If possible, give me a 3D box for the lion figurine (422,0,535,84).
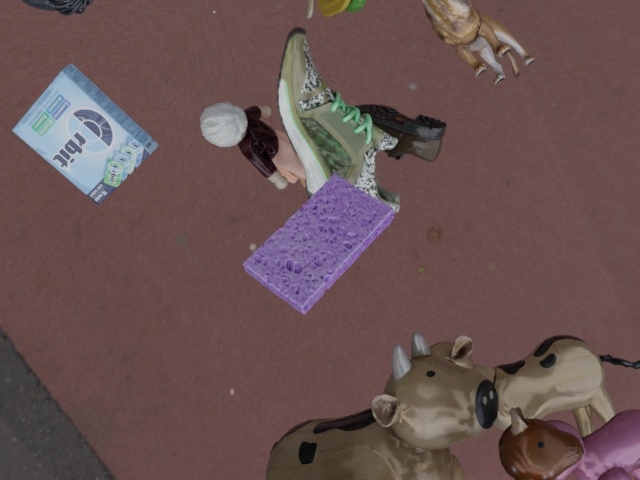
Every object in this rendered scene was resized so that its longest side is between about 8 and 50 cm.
[{"bbox_3d":[0.384,-0.518,1.813,0.142,0.392,0.240,-40,74,20],"label":"lion figurine"}]

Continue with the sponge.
[{"bbox_3d":[0.000,0.000,1.081,0.117,0.031,0.210,35,68,24],"label":"sponge"}]

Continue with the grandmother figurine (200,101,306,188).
[{"bbox_3d":[-0.117,-0.198,1.539,0.104,0.207,0.342,-40,148,21],"label":"grandmother figurine"}]

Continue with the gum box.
[{"bbox_3d":[-0.385,-0.169,1.200,0.184,0.041,0.157,44,121,-16],"label":"gum box"}]

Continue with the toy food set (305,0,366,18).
[{"bbox_3d":[0.044,-0.373,1.010,0.071,0.218,0.128,0,101,-17],"label":"toy food set"}]

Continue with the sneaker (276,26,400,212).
[{"bbox_3d":[0.044,-0.196,1.321,0.182,0.158,0.410,-11,122,13],"label":"sneaker"}]

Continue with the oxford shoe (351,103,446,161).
[{"bbox_3d":[0.130,-0.204,1.408,0.083,0.227,0.096,-25,130,-42],"label":"oxford shoe"}]

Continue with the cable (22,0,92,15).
[{"bbox_3d":[-0.521,-0.537,1.490,0.185,0.047,0.150,12,84,17],"label":"cable"}]

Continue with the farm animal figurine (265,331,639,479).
[{"bbox_3d":[0.085,0.157,0.561,0.327,0.330,0.172,-26,83,24],"label":"farm animal figurine"}]
